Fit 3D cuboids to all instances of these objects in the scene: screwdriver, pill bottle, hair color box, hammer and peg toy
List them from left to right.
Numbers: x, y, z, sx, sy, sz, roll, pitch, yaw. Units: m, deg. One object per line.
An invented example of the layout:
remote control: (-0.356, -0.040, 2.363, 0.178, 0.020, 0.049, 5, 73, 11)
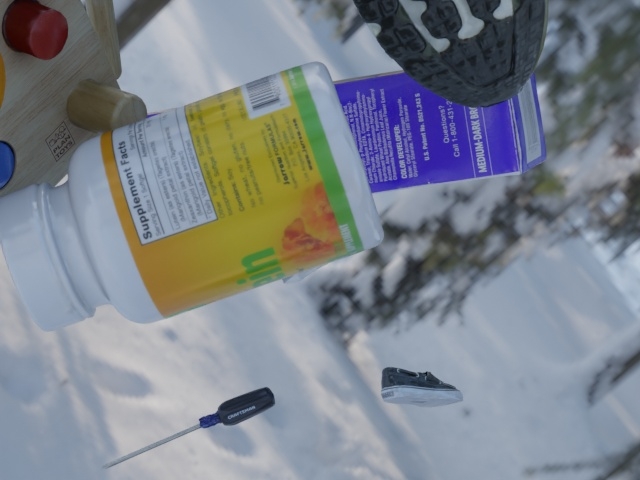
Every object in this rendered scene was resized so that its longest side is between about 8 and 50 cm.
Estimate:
hammer and peg toy: (-0.223, -0.136, 1.033, 0.127, 0.361, 0.266, 20, -35, 33)
screwdriver: (-0.120, 0.168, 1.309, 0.025, 0.170, 0.024, 68, 3, -46)
pill bottle: (-0.091, -0.022, 1.024, 0.136, 0.245, 0.136, -19, 90, -89)
hair color box: (0.021, -0.091, 1.330, 0.185, 0.338, 0.110, -24, 104, -74)

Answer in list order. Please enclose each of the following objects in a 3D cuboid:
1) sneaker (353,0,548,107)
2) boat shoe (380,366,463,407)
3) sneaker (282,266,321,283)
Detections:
sneaker: (0.092, -0.305, 1.156, 0.182, 0.158, 0.410, -16, 86, -62)
boat shoe: (0.125, 0.178, 1.795, 0.142, 0.049, 0.040, 12, 65, -48)
sneaker: (0.000, 0.000, 1.457, 0.152, 0.061, 0.054, -49, 137, -61)
